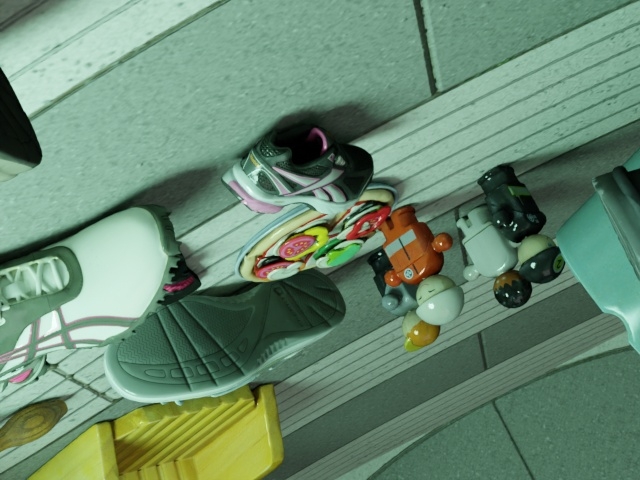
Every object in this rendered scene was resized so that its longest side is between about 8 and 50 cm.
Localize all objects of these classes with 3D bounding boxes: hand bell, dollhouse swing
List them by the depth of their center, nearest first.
[{"bbox_3d":[-0.387,0.240,1.718,0.242,0.126,0.126,-28,169,-45],"label":"hand bell"},{"bbox_3d":[-0.206,0.423,2.144,0.347,0.305,0.315,-6,154,-48],"label":"dollhouse swing"}]

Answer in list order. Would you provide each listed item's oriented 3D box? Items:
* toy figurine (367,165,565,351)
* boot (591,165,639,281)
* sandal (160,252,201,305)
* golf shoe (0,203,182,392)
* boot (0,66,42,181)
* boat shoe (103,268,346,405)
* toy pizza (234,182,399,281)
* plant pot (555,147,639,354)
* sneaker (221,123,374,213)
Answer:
[{"bbox_3d":[0.173,0.031,1.809,0.213,0.148,0.209,-23,163,-15],"label":"toy figurine"},{"bbox_3d":[0.476,-0.081,1.311,0.445,0.146,0.367,-26,171,13],"label":"boot"},{"bbox_3d":[-0.157,0.048,1.543,0.067,0.040,0.179,-28,163,5],"label":"sandal"},{"bbox_3d":[-0.246,0.055,1.333,0.273,0.105,0.120,-33,155,19],"label":"golf shoe"},{"bbox_3d":[-0.352,-0.043,0.829,0.284,0.138,0.377,-30,169,10],"label":"boot"},{"bbox_3d":[-0.112,0.120,1.708,0.320,0.118,0.103,-22,160,-40],"label":"boat shoe"},{"bbox_3d":[0.000,0.000,1.655,0.201,0.032,0.201,-25,163,-8],"label":"toy pizza"},{"bbox_3d":[0.469,-0.018,1.685,0.334,0.341,0.341,-41,160,14],"label":"plant pot"},{"bbox_3d":[-0.003,-0.071,1.382,0.178,0.072,0.077,-15,150,-52],"label":"sneaker"}]
